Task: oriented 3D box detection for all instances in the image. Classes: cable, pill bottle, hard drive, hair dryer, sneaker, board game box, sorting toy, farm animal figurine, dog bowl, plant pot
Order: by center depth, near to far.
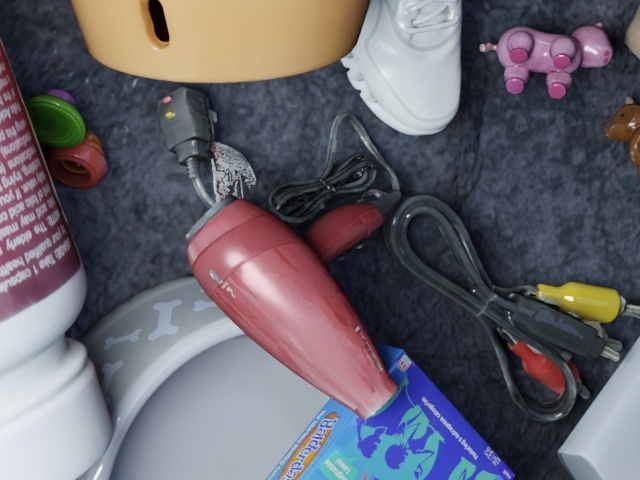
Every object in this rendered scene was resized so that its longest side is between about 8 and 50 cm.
[{"bbox_3d":[-0.284,-0.019,0.915,0.224,0.224,0.392,-25,105,-27],"label":"pill bottle"},{"bbox_3d":[-0.072,-0.237,1.013,0.291,0.291,0.203,-15,118,-29],"label":"plant pot"},{"bbox_3d":[-0.192,-0.083,1.061,0.102,0.061,0.042,76,21,-51],"label":"sorting toy"},{"bbox_3d":[0.000,0.000,1.089,0.223,0.080,0.293,6,55,-29],"label":"hair dryer"},{"bbox_3d":[0.037,0.211,1.105,0.160,0.047,0.210,48,71,-25],"label":"board game box"},{"bbox_3d":[-0.062,0.201,1.134,0.349,0.102,0.349,-2,94,-30],"label":"dog bowl"},{"bbox_3d":[0.072,-0.228,1.175,0.110,0.118,0.292,-17,104,-30],"label":"sneaker"},{"bbox_3d":[0.319,-0.218,1.261,0.330,0.327,0.172,51,33,-27],"label":"farm animal figurine"},{"bbox_3d":[0.159,0.063,1.298,0.287,0.072,0.139,28,96,-17],"label":"cable"},{"bbox_3d":[0.391,0.162,1.406,0.353,0.047,0.233,-48,115,-28],"label":"hard drive"}]
